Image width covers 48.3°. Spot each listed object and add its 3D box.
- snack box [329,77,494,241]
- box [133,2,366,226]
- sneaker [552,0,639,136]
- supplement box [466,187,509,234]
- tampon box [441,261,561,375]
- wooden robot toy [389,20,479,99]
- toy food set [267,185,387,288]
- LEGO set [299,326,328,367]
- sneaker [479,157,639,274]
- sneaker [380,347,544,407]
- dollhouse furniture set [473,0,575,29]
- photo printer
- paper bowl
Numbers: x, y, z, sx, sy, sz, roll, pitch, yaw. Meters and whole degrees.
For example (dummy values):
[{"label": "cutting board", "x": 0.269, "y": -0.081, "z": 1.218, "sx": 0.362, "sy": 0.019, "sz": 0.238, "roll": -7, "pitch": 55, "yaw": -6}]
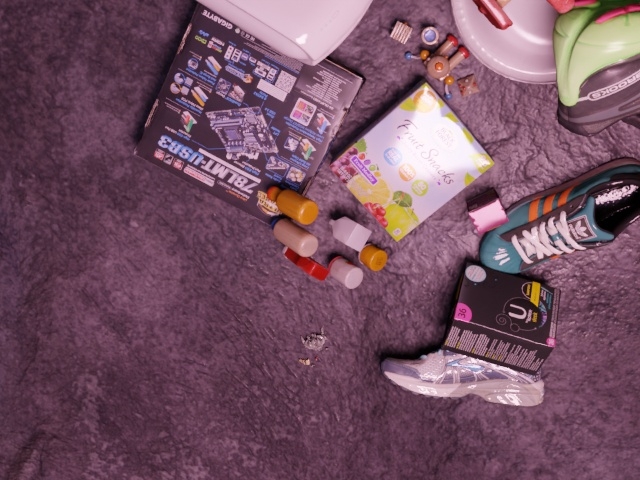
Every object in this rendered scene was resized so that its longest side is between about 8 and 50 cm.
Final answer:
[{"label": "snack box", "x": 0.147, "y": -0.131, "z": 1.168, "sx": 0.207, "sy": 0.070, "sz": 0.174, "roll": -41, "pitch": 102, "yaw": 16}, {"label": "box", "x": -0.120, "y": -0.207, "z": 1.191, "sx": 0.295, "sy": 0.073, "sz": 0.293, "roll": 28, "pitch": 109, "yaw": -1}, {"label": "sneaker", "x": 0.503, "y": -0.250, "z": 0.976, "sx": 0.482, "sy": 0.185, "sz": 0.202, "roll": -12, "pitch": 126, "yaw": -19}, {"label": "supplement box", "x": 0.273, "y": -0.049, "z": 1.170, "sx": 0.055, "sy": 0.083, "sz": 0.043, "roll": -25, "pitch": 100, "yaw": 16}, {"label": "tampon box", "x": 0.296, "y": 0.129, "z": 1.177, "sx": 0.161, "sy": 0.120, "sz": 0.101, "roll": 16, "pitch": 142, "yaw": 6}, {"label": "wooden robot toy", "x": 0.185, "y": -0.286, "z": 1.118, "sx": 0.173, "sy": 0.079, "sz": 0.076, "roll": 43, "pitch": 107, "yaw": -5}, {"label": "toy food set", "x": 0.000, "y": 0.000, "z": 1.195, "sx": 0.232, "sy": 0.104, "sz": 0.111, "roll": 27, "pitch": 94, "yaw": -44}, {"label": "LEGO set", "x": -0.012, "y": 0.199, "z": 1.315, "sx": 0.054, "sy": 0.023, "sz": 0.083, "roll": 7, "pitch": 107, "yaw": 7}, {"label": "sneaker", "x": 0.390, "y": -0.029, "z": 1.137, "sx": 0.302, "sy": 0.121, "sz": 0.108, "roll": -32, "pitch": 100, "yaw": 17}, {"label": "sneaker", "x": 0.247, "y": 0.212, "z": 1.254, "sx": 0.283, "sy": 0.110, "sz": 0.122, "roll": 4, "pitch": 89, "yaw": 5}, {"label": "dollhouse furniture set", "x": 0.248, "y": -0.355, "z": 0.785, "sx": 0.201, "sy": 0.374, "sz": 0.152, "roll": -41, "pitch": 100, "yaw": 15}, {"label": "photo printer", "x": -0.060, "y": -0.430, "z": 1.069, "sx": 0.307, "sy": 0.107, "sz": 0.256, "roll": 32, "pitch": 87, "yaw": -1}, {"label": "paper bowl", "x": 0.331, "y": -0.372, "z": 1.037, "sx": 0.284, "sy": 0.148, "sz": 0.284, "roll": 3, "pitch": 106, "yaw": 9}]
